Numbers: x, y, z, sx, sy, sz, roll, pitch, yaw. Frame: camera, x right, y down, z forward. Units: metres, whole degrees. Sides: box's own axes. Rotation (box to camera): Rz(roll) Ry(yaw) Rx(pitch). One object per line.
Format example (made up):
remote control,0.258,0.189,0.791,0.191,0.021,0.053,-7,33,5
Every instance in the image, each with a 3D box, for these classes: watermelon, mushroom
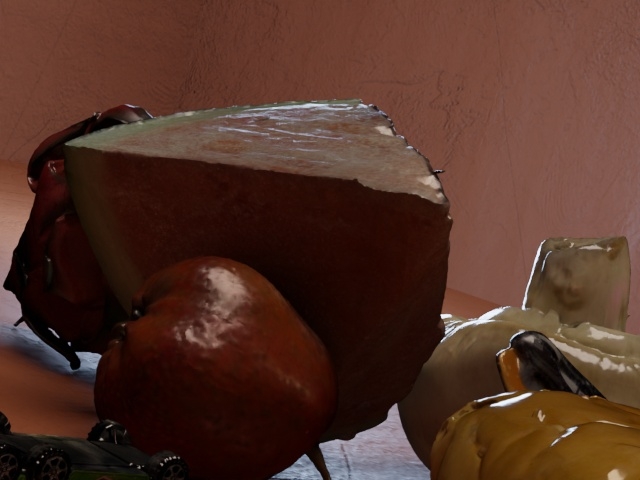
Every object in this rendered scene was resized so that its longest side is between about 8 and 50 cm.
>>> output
watermelon,-0.038,0.014,1.319,0.250,0.283,0.292,-17,-8,-5
mushroom,0.197,0.106,1.437,0.260,0.234,0.254,15,1,-9

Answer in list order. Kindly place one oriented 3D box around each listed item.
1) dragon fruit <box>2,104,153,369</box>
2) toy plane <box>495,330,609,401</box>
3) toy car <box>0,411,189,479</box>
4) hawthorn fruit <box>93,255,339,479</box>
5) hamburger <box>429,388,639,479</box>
dragon fruit,-0.178,0.001,1.549,0.293,0.234,0.234,-7,-11,38
toy plane,0.239,0.198,1.264,0.103,0.204,0.316,-27,-40,32
toy car,-0.147,0.131,0.963,0.165,0.062,0.071,11,7,-46
hawthorn fruit,-0.049,0.106,1.221,0.203,0.162,0.162,36,-1,-14
hamburger,0.205,0.186,0.943,0.319,0.158,0.318,16,6,-2
